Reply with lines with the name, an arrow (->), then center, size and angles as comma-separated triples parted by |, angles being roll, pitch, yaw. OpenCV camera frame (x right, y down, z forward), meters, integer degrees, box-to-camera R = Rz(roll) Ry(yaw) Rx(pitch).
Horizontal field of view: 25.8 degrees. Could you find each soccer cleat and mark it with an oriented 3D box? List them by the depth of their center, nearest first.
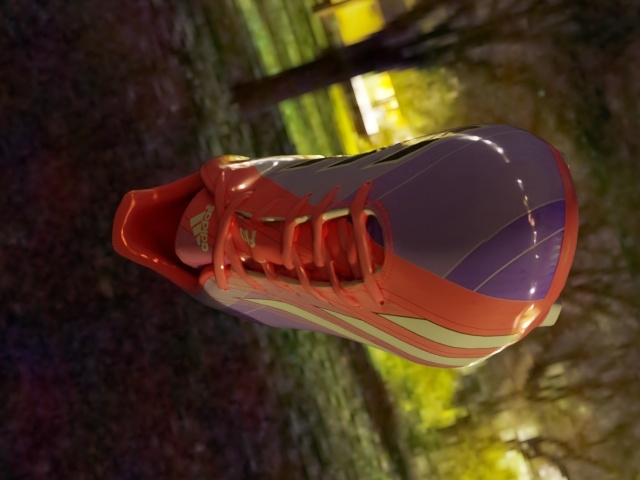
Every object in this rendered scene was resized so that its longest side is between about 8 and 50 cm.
soccer cleat -> 0.000, 0.000, 0.512 | 0.248, 0.095, 0.083 | 180, -85, -66
